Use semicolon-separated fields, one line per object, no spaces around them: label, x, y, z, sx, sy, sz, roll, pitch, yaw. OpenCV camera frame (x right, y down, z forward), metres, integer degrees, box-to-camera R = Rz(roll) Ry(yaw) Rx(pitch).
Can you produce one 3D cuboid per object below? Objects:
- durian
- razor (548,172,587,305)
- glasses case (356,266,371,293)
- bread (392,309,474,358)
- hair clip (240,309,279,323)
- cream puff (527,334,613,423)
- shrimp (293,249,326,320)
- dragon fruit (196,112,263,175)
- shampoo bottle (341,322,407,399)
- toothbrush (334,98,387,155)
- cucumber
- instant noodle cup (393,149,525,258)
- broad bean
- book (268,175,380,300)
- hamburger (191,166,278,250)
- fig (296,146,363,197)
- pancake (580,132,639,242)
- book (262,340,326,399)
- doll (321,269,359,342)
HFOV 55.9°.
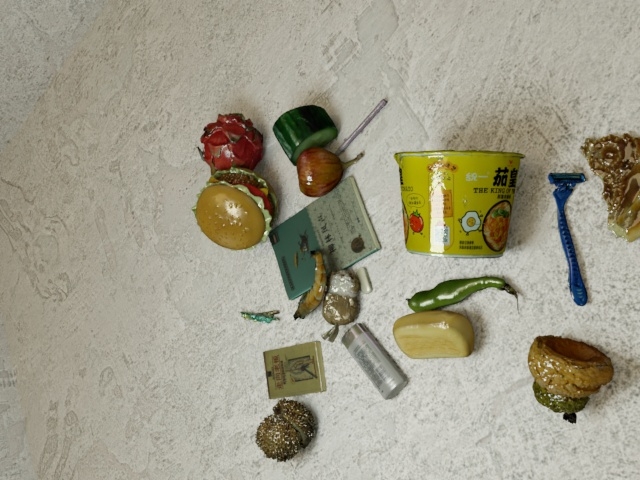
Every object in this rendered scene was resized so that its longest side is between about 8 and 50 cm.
durian;-0.113;0.568;1.831;0.167;0.196;0.196;7;87;32
razor;0.602;-0.003;1.458;0.056;0.093;0.324;149;118;-76
glasses case;0.131;0.121;1.819;0.032;0.021;0.083;-30;66;32
bread;0.303;0.246;1.607;0.217;0.098;0.147;-6;122;38
hair clip;-0.213;0.259;2.053;0.173;0.049;0.049;-4;81;36
cream puff;0.557;0.324;1.377;0.183;0.183;0.168;21;109;38
shrimp;-0.033;0.137;1.885;0.262;0.051;0.198;122;155;-51
dragon fruit;-0.308;-0.299;2.106;0.234;0.234;0.293;18;104;38
shampoo bottle;0.152;0.347;1.748;0.086;0.056;0.227;-53;56;19
toothbrush;0.090;-0.308;1.915;0.354;0.024;0.029;-46;66;24
cucumber;-0.051;-0.341;1.937;0.191;0.191;0.130;-42;69;26
instant noodle cup;0.342;-0.092;1.522;0.326;0.326;0.254;6;96;38
broad bean;0.366;0.146;1.605;0.318;0.056;0.098;-7;61;37
book;0.000;0.000;1.934;0.379;0.031;0.264;-33;64;30
hamburger;-0.282;-0.092;1.985;0.275;0.212;0.274;6;123;10
fig;0.004;-0.220;1.892;0.149;0.202;0.148;39;134;32
pancake;0.696;-0.156;1.398;0.244;0.057;0.266;41;109;35
book;-0.087;0.417;1.943;0.231;0.026;0.161;-19;72;35
doll;0.059;0.196;1.808;0.105;0.115;0.221;6;77;-3
